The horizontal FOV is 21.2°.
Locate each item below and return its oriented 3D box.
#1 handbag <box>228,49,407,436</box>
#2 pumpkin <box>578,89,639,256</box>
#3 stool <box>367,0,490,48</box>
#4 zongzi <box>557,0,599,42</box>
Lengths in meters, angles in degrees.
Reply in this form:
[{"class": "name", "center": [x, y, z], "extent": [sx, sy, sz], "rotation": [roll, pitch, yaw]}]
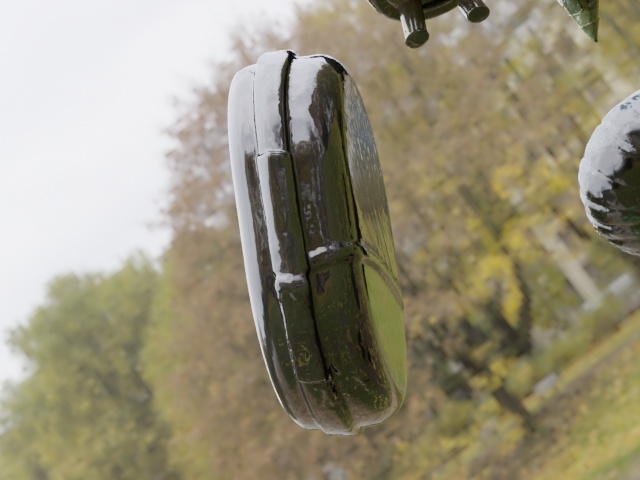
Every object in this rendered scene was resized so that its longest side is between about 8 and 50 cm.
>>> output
[{"class": "handbag", "center": [0.001, 0.000, 1.333], "extent": [0.093, 0.308, 0.254], "rotation": [-10, -12, 8]}, {"class": "pumpkin", "center": [0.382, -0.080, 1.922], "extent": [0.202, 0.140, 0.202], "rotation": [-14, -55, -21]}, {"class": "stool", "center": [0.068, -0.259, 1.598], "extent": [0.217, 0.121, 0.125], "rotation": [0, -39, -16]}, {"class": "zongzi", "center": [0.320, -0.301, 2.010], "extent": [0.109, 0.119, 0.055], "rotation": [-34, -1, -33]}]
